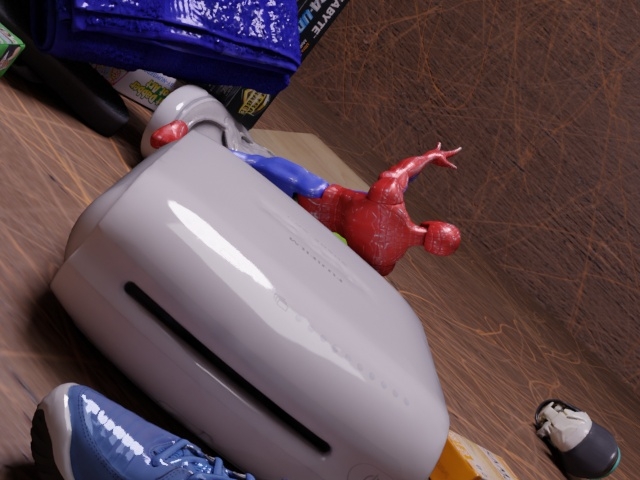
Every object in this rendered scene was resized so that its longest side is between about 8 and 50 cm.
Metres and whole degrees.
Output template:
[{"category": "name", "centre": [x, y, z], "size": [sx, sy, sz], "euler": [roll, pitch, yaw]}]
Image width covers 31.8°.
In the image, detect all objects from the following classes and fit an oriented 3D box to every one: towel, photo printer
[{"category": "towel", "centre": [-0.134, -0.268, 1.076], "size": [0.076, 0.228, 0.308], "euler": [-3, -4, 40]}, {"category": "photo printer", "centre": [-0.038, 0.047, 0.733], "size": [0.256, 0.107, 0.307], "euler": [40, 9, -6]}]

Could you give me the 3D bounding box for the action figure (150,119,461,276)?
[{"category": "action figure", "centre": [0.005, -0.042, 0.954], "size": [0.280, 0.091, 0.139], "euler": [18, 25, 29]}]

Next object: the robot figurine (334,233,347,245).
[{"category": "robot figurine", "centre": [0.000, 0.000, 1.229], "size": [0.101, 0.067, 0.115], "euler": [32, 4, 26]}]

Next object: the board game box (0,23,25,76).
[{"category": "board game box", "centre": [-0.383, -0.231, 0.825], "size": [0.317, 0.046, 0.213], "euler": [40, 8, -4]}]

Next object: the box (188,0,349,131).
[{"category": "box", "centre": [-0.070, -0.255, 1.305], "size": [0.051, 0.220, 0.175], "euler": [32, 8, -41]}]

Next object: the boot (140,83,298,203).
[{"category": "boot", "centre": [-0.084, -0.082, 1.149], "size": [0.123, 0.095, 0.258], "euler": [31, 6, 12]}]

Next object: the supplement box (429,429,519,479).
[{"category": "supplement box", "centre": [0.130, 0.198, 0.930], "size": [0.098, 0.036, 0.062], "euler": [33, 13, -42]}]

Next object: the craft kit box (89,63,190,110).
[{"category": "craft kit box", "centre": [-0.269, -0.255, 1.377], "size": [0.250, 0.061, 0.246], "euler": [46, 13, 29]}]

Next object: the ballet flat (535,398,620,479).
[{"category": "ballet flat", "centre": [0.301, 0.234, 1.362], "size": [0.074, 0.074, 0.203], "euler": [40, 3, -4]}]

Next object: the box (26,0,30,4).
[{"category": "box", "centre": [-0.292, -0.285, 1.085], "size": [0.156, 0.158, 0.093], "euler": [34, 11, -37]}]

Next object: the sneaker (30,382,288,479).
[{"category": "sneaker", "centre": [-0.030, 0.127, 0.479], "size": [0.211, 0.081, 0.080], "euler": [40, 11, 1]}]

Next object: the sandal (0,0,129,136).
[{"category": "sandal", "centre": [-0.279, -0.179, 1.025], "size": [0.254, 0.054, 0.097], "euler": [47, 12, -30]}]

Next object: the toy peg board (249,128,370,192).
[{"category": "toy peg board", "centre": [-0.024, -0.065, 1.474], "size": [0.161, 0.079, 0.160], "euler": [45, 26, 26]}]
